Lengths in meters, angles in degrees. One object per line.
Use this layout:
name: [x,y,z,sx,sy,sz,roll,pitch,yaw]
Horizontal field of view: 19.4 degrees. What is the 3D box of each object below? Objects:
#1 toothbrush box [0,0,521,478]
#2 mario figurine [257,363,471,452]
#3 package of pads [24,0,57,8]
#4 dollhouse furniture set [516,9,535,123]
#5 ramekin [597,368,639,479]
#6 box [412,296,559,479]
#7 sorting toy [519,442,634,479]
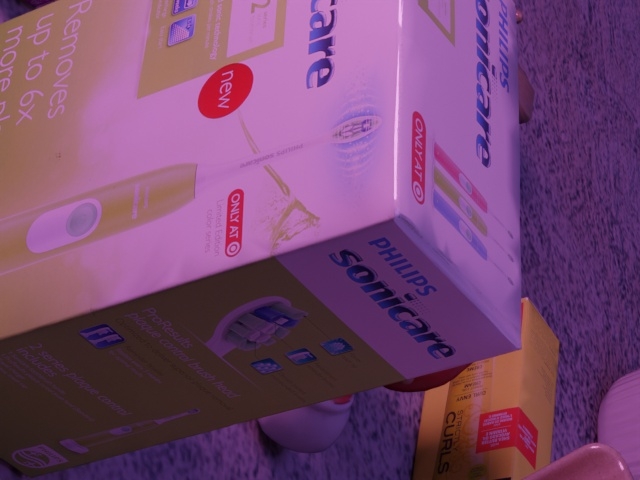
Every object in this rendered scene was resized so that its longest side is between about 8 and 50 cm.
toothbrush box: [-0.055,-0.027,0.896,0.122,0.283,0.206,45,39,-44]
mario figurine: [0.000,0.000,1.140,0.170,0.198,0.320,49,-6,29]
package of pads: [-0.164,-0.178,1.054,0.050,0.032,0.083,27,51,-52]
dollhouse furniture set: [0.122,-0.163,1.406,0.355,0.174,0.303,54,32,-34]
ramekin: [0.335,0.204,1.707,0.207,0.109,0.207,40,41,-47]
box: [0.118,0.151,1.347,0.058,0.087,0.232,53,34,-34]
sorting toy: [0.107,0.214,1.023,0.047,0.348,0.196,49,16,-38]
